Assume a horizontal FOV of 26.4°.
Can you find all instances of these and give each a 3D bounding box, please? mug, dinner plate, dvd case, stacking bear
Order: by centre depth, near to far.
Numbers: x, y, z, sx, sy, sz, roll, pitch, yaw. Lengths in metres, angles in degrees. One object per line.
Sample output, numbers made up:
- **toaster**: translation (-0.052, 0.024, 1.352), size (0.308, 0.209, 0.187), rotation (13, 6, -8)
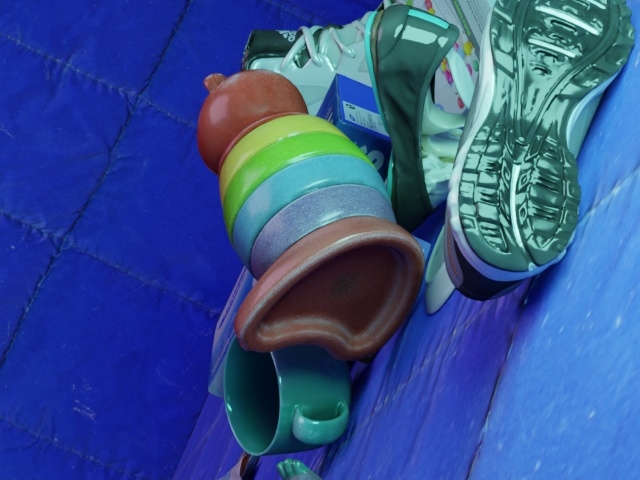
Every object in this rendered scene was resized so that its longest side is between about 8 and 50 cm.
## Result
- **dinner plate**: translation (0.119, -0.002, 1.199), size (0.141, 0.017, 0.141), rotation (-155, 90, -86)
- **stacking bear**: translation (-0.031, -0.049, 1.297), size (0.164, 0.175, 0.289), rotation (-54, 46, 29)
- **mug**: translation (-0.023, 0.159, 1.371), size (0.129, 0.097, 0.157), rotation (-59, 43, 43)
- **dvd case**: translation (-0.101, 0.309, 1.965), size (0.119, 0.013, 0.087), rotation (-90, 25, -79)

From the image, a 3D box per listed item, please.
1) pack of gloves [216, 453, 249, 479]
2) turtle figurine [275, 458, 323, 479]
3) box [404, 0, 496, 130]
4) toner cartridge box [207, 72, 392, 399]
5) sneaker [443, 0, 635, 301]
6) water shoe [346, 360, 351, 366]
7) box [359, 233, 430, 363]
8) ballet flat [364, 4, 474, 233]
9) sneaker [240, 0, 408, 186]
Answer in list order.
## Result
- **pack of gloves**: translation (-0.170, 0.409, 1.924), size (0.232, 0.046, 0.195), rotation (126, 164, -65)
- **turtle figurine**: translation (-0.081, 0.308, 1.205), size (0.234, 0.118, 0.175), rotation (-50, 10, -36)
- **box**: translation (0.141, -0.206, 1.363), size (0.186, 0.038, 0.145), rotation (124, 128, -63)
- **toner cartridge box**: translation (-0.021, 0.003, 1.497), size (0.165, 0.075, 0.347), rotation (-89, 24, -67)
- **sneaker**: translation (0.138, -0.080, 0.939), size (0.108, 0.100, 0.271), rotation (113, 179, -62)
- **water shoe**: translation (0.024, 0.083, 1.560), size (0.080, 0.073, 0.203), rotation (-33, 31, 41)
- **box**: translation (0.070, 0.056, 1.361), size (0.136, 0.028, 0.081), rotation (-56, 10, 48)
- **ballet flat**: translation (0.099, -0.097, 1.276), size (0.280, 0.096, 0.095), rotation (79, -159, -50)
- **sneaker**: translation (0.050, -0.240, 1.662), size (0.169, 0.257, 0.447), rotation (-76, 13, -66)
